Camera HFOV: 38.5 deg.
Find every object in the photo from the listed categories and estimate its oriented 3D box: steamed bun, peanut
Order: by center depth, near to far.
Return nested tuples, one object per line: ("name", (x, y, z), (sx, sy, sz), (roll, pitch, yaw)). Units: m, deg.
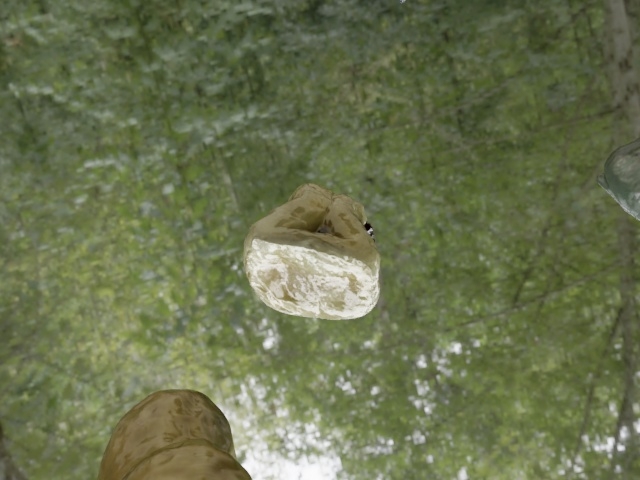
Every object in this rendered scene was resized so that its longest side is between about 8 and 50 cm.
("peanut", (-0.091, 0.171, 0.574), (0.117, 0.101, 0.263), (-46, -166, -2))
("steamed bun", (0.000, 0.000, 1.146), (0.172, 0.141, 0.155), (12, -133, 5))

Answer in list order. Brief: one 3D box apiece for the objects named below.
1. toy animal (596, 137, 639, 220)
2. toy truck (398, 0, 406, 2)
("toy animal", (0.387, -0.113, 0.910), (0.108, 0.138, 0.236), (-3, 144, -34))
("toy truck", (0.063, -0.239, 0.778), (0.049, 0.054, 0.083), (25, -151, 4))
